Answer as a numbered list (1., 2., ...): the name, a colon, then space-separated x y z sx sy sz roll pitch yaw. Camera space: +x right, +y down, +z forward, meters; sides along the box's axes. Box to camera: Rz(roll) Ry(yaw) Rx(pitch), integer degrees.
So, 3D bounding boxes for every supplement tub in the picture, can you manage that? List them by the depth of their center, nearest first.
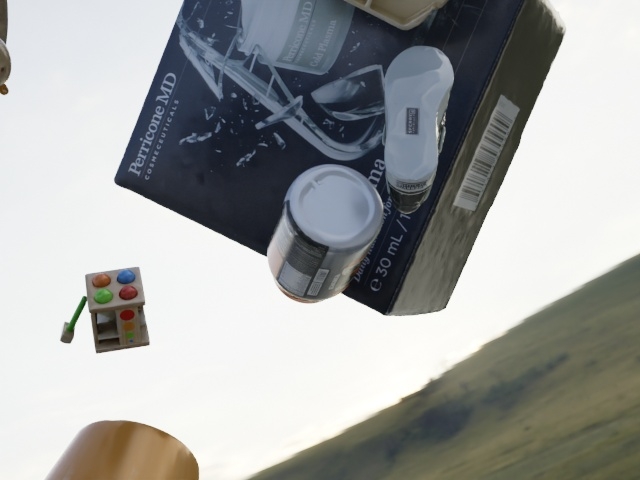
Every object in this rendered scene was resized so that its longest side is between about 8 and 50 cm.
1. supplement tub: 0.000 0.000 1.226 0.117 0.117 0.190 -17 -20 -19

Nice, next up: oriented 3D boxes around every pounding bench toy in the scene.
1. pounding bench toy: -0.207 0.065 0.955 0.083 0.052 0.065 -8 -49 -12

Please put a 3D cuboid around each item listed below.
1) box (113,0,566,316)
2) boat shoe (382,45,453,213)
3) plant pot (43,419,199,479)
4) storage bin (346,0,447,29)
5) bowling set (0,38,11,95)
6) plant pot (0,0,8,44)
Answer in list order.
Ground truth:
1. box: 0.033 -0.200 1.494 0.297 0.472 0.479 7 -73 -67
2. boat shoe: 0.104 -0.130 1.160 0.078 0.219 0.070 9 -35 6
3. plant pot: -0.196 0.278 0.937 0.205 0.188 0.205 7 -45 7
4. storage bin: 0.069 -0.436 1.242 0.260 0.262 0.123 25 -23 -11
5. bowling set: -0.278 -0.198 0.654 0.200 0.287 0.154 0 43 46
6. plant pot: -0.436 -0.187 0.782 0.256 0.256 0.274 -40 -6 42
